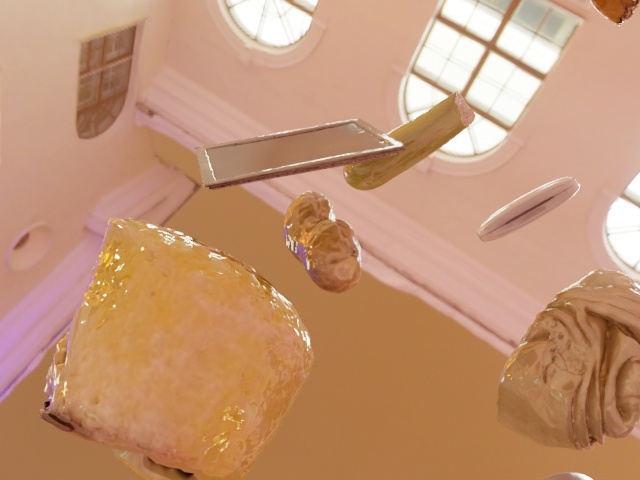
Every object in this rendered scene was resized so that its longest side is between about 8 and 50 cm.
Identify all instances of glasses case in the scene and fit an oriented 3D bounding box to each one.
[{"bbox_3d":[0.373,-0.056,1.144,0.049,0.197,0.076,60,-168,1],"label":"glasses case"}]

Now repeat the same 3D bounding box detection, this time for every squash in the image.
[{"bbox_3d":[0.148,-0.167,1.100,0.083,0.250,0.083,50,-160,-26],"label":"squash"}]

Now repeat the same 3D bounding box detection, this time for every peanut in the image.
[{"bbox_3d":[0.000,0.000,1.037,0.103,0.098,0.229,-27,-141,-8],"label":"peanut"}]

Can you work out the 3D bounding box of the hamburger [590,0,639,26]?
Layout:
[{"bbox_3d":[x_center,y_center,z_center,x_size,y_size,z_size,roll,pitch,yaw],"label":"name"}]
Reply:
[{"bbox_3d":[0.333,-0.327,0.643,0.131,0.262,0.124,36,-93,5],"label":"hamburger"}]

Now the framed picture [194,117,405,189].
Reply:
[{"bbox_3d":[-0.040,-0.127,0.904,0.274,0.017,0.217,-11,-158,-8],"label":"framed picture"}]

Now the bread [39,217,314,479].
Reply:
[{"bbox_3d":[-0.107,0.085,0.470,0.197,0.197,0.171,28,-116,3],"label":"bread"}]

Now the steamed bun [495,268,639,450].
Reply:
[{"bbox_3d":[0.453,0.214,1.047,0.289,0.276,0.203,-34,-131,-24],"label":"steamed bun"}]

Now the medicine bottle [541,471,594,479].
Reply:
[{"bbox_3d":[0.423,0.490,0.831,0.224,0.224,0.384,10,-171,-16],"label":"medicine bottle"}]
